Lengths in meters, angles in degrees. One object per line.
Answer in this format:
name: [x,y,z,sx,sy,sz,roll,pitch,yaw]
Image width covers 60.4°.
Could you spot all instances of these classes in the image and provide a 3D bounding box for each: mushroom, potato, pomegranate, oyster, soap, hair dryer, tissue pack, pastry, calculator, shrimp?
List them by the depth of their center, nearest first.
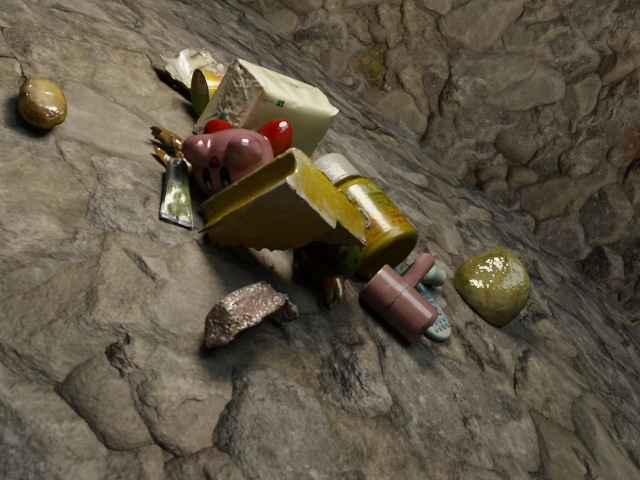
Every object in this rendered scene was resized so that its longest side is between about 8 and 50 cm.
pastry: [-0.153,0.148,1.169,0.265,0.103,0.112,-5,67,-62]
potato: [-0.651,-0.320,1.289,0.107,0.080,0.170,22,33,-46]
soap: [-0.096,-0.035,1.376,0.304,0.339,0.169,42,39,-32]
pomegranate: [0.015,0.055,1.479,0.198,0.246,0.198,11,1,0]
shrimp: [-0.399,-0.247,1.526,0.187,0.051,0.132,37,26,-12]
hair dryer: [0.285,0.135,1.656,0.210,0.125,0.352,42,41,9]
calculator: [0.304,0.192,1.751,0.188,0.042,0.302,-5,51,-53]
tissue pack: [-0.168,-0.384,1.766,0.380,0.297,0.207,-1,46,-51]
oyster: [-0.412,-0.561,1.925,0.275,0.100,0.271,-8,76,-24]
mushroom: [0.637,0.137,2.065,0.212,0.217,0.292,18,34,-29]

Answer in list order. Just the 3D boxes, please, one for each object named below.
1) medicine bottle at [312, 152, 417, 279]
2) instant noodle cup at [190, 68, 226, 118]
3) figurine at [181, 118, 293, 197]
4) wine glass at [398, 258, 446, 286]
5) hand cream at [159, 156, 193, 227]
medicine bottle: [0.110,-0.083,1.730,0.224,0.224,0.384,0,45,-52]
instant noodle cup: [-0.312,-0.483,1.816,0.185,0.168,0.168,-12,53,-30]
figurine: [-0.226,-0.203,1.491,0.270,0.211,0.261,2,25,15]
wine glass: [0.344,0.101,1.901,0.195,0.079,0.079,23,31,-30]
hand cream: [-0.367,-0.127,1.397,0.086,0.055,0.235,18,41,-31]
